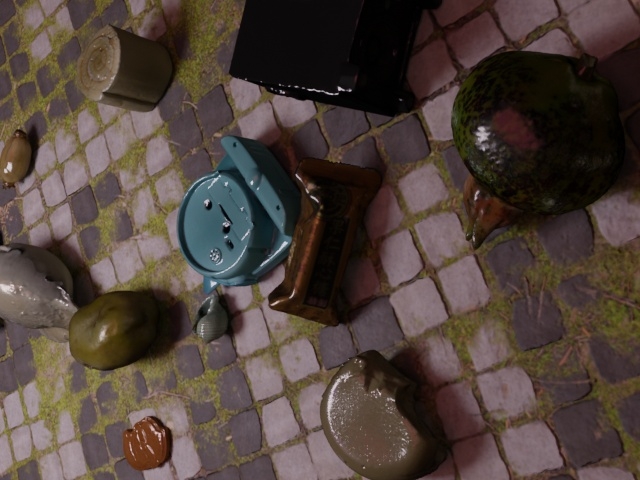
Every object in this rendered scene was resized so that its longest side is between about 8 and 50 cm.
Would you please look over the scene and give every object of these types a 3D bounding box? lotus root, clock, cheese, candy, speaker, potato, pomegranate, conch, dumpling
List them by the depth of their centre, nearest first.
[{"bbox_3d":[0.280,-0.116,0.960,0.204,0.276,0.222,-20,50,-6],"label":"pomegranate"},{"bbox_3d":[0.098,0.284,1.105,0.202,0.091,0.175,39,109,27],"label":"cheese"},{"bbox_3d":[0.020,-0.328,1.123,0.254,0.184,0.232,20,99,34],"label":"speaker"},{"bbox_3d":[0.000,0.000,1.164,0.101,0.143,0.271,-141,67,-71],"label":"candy"},{"bbox_3d":[-0.161,-0.028,1.286,0.274,0.094,0.223,-47,63,22],"label":"clock"},{"bbox_3d":[-0.200,0.148,1.331,0.076,0.057,0.085,0,58,51],"label":"conch"},{"bbox_3d":[-0.408,0.177,1.419,0.201,0.137,0.154,-13,81,34],"label":"potato"},{"bbox_3d":[-0.629,0.131,1.572,0.243,0.175,0.226,54,147,37],"label":"dumpling"},{"bbox_3d":[-0.710,-0.183,1.678,0.073,0.062,0.150,29,104,39],"label":"lotus root"}]

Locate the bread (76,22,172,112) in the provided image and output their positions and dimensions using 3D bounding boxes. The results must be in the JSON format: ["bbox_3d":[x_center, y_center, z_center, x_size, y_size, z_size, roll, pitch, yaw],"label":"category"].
[{"bbox_3d":[-0.388,-0.337,1.420,0.134,0.141,0.148,38,108,28],"label":"bread"}]

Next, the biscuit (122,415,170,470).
[{"bbox_3d":[-0.350,0.408,1.443,0.130,0.019,0.102,-29,74,29],"label":"biscuit"}]
